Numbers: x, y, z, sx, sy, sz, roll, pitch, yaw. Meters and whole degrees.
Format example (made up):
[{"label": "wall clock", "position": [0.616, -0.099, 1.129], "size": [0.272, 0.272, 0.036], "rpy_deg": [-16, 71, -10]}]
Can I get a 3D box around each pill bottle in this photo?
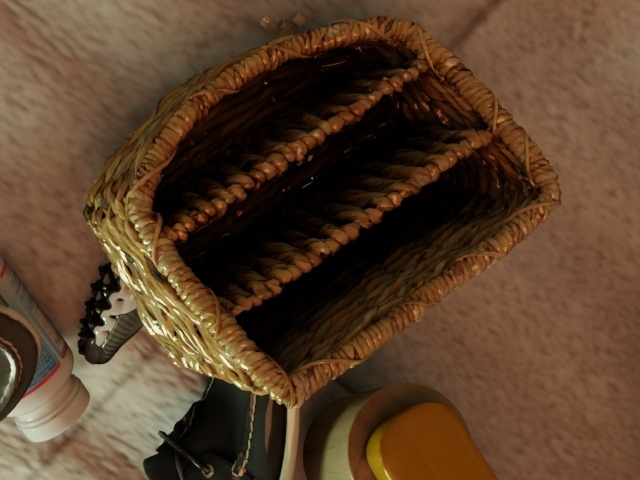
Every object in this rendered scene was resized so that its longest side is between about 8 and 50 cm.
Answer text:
[{"label": "pill bottle", "position": [-0.266, 0.092, 1.322], "size": [0.087, 0.087, 0.160], "rpy_deg": [-31, 115, 2]}]

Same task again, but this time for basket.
[{"label": "basket", "position": [-0.006, -0.045, 1.196], "size": [0.299, 0.223, 0.213], "rpy_deg": [-34, 107, -20]}]

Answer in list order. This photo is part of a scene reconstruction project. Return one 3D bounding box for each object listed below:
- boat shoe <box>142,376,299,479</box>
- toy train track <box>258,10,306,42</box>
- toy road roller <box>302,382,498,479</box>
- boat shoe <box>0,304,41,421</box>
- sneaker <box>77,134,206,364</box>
[{"label": "boat shoe", "position": [-0.107, 0.220, 1.390], "size": [0.113, 0.127, 0.340], "rpy_deg": [1, 122, -26]}, {"label": "toy train track", "position": [-0.043, -0.157, 1.307], "size": [0.048, 0.014, 0.083], "rpy_deg": [39, 100, -23]}, {"label": "toy road roller", "position": [0.058, 0.309, 1.342], "size": [0.240, 0.202, 0.329], "rpy_deg": [-29, 90, -21]}, {"label": "boat shoe", "position": [-0.364, 0.165, 1.271], "size": [0.335, 0.095, 0.112], "rpy_deg": [-29, 117, 23]}, {"label": "sneaker", "position": [-0.120, 0.019, 1.329], "size": [0.106, 0.078, 0.234], "rpy_deg": [27, 102, -19]}]
